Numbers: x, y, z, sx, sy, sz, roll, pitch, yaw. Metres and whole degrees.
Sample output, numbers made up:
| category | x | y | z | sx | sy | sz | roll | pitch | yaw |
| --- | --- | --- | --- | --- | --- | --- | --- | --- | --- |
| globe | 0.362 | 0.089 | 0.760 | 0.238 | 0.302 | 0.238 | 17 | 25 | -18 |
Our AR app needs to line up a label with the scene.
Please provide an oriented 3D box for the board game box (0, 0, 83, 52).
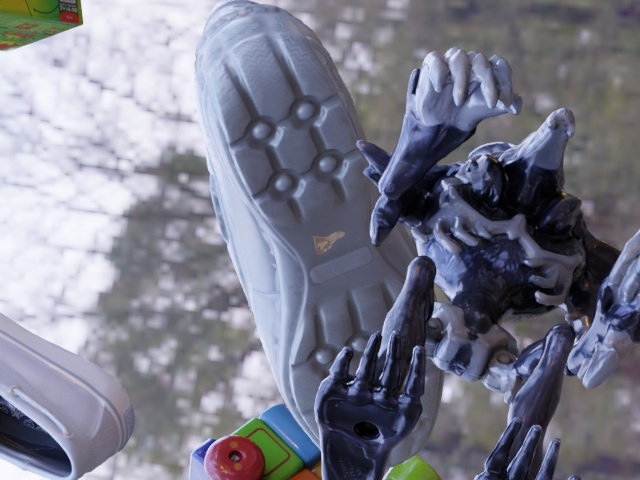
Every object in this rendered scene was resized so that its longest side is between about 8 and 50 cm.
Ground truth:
| category | x | y | z | sx | sy | sz | roll | pitch | yaw |
| --- | --- | --- | --- | --- | --- | --- | --- | --- | --- |
| board game box | -0.275 | -0.179 | 1.467 | 0.181 | 0.092 | 0.043 | 3 | -102 | -50 |

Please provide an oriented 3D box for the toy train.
| category | x | y | z | sx | sy | sz | roll | pitch | yaw |
| --- | --- | --- | --- | --- | --- | --- | --- | --- | --- |
| toy train | 0.036 | 0.207 | 1.368 | 0.143 | 0.248 | 0.105 | -36 | -26 | -28 |

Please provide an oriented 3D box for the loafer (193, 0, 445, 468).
| category | x | y | z | sx | sy | sz | roll | pitch | yaw |
| --- | --- | --- | --- | --- | --- | --- | --- | --- | --- |
| loafer | 0.000 | 0.000 | 1.180 | 0.111 | 0.112 | 0.319 | -115 | 9 | -58 |

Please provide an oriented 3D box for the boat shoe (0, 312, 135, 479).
| category | x | y | z | sx | sy | sz | roll | pitch | yaw |
| --- | --- | --- | --- | --- | --- | --- | --- | --- | --- |
| boat shoe | -0.189 | 0.076 | 1.035 | 0.063 | 0.184 | 0.066 | -45 | -22 | -52 |

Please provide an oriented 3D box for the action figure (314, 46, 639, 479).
| category | x | y | z | sx | sy | sz | roll | pitch | yaw |
| --- | --- | --- | --- | --- | --- | --- | --- | --- | --- |
| action figure | 0.087 | 0.008 | 0.855 | 0.141 | 0.164 | 0.276 | -56 | 7 | 35 |
